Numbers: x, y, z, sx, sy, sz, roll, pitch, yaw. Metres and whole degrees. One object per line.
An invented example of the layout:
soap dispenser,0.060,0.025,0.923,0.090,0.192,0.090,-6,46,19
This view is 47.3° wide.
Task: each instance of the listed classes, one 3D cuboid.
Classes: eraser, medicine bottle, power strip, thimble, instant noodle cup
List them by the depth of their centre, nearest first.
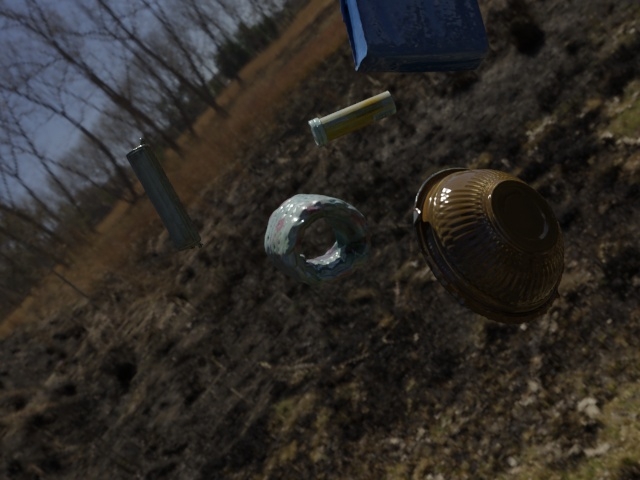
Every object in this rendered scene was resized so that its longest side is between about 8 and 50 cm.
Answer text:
eraser,0.076,-0.326,0.770,0.042,0.144,0.312,136,125,-66
instant noodle cup,0.272,-0.016,1.079,0.091,0.274,0.274,-48,9,51
thimble,0.000,0.000,1.537,0.149,0.210,0.186,18,94,65
power strip,-0.344,-0.095,1.608,0.052,0.272,0.078,-29,7,1
medicine bottle,0.082,-0.309,1.857,0.218,0.074,0.074,-23,11,-5
